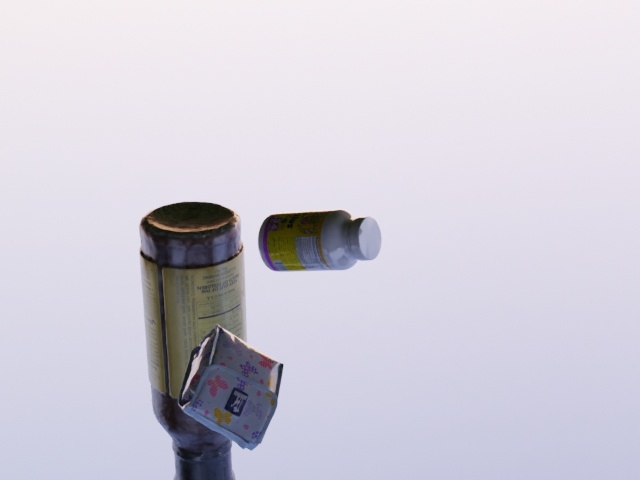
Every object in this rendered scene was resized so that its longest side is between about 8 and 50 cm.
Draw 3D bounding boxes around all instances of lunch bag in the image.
[{"bbox_3d":[-0.071,0.120,0.924,0.053,0.071,0.083,-45,-161,34],"label":"lunch bag"}]

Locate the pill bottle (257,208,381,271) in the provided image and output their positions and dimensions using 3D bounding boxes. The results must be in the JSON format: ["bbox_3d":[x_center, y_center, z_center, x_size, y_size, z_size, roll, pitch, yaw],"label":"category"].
[{"bbox_3d":[0.000,0.000,0.813,0.083,0.043,0.043,-3,-147,34],"label":"pill bottle"}]

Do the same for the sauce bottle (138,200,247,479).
[{"bbox_3d":[-0.133,0.131,1.244,0.111,0.344,0.111,1,-156,-1],"label":"sauce bottle"}]
